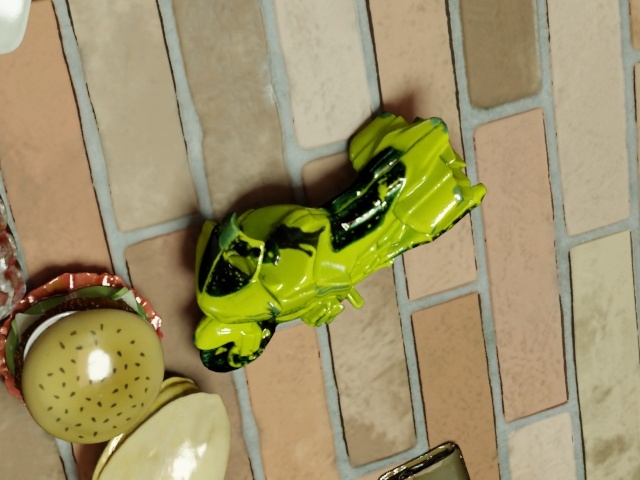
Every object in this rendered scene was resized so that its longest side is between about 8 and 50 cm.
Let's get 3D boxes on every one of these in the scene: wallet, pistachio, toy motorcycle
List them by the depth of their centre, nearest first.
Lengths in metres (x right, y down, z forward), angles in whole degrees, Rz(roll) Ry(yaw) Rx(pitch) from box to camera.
[{"bbox_3d":[-0.001,-0.002,1.538,0.342,0.142,0.206,-36,158,-5],"label":"toy motorcycle"},{"bbox_3d":[-0.166,0.244,1.579,0.145,0.117,0.200,7,113,-47],"label":"pistachio"},{"bbox_3d":[0.142,0.342,1.803,0.110,0.031,0.198,-25,119,-10],"label":"wallet"}]

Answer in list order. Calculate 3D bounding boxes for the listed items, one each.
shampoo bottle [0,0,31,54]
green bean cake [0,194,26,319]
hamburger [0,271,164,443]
[{"bbox_3d":[-0.369,-0.228,1.336,0.221,0.051,0.108,5,112,-25],"label":"shampoo bottle"},{"bbox_3d":[-0.386,-0.010,1.395,0.199,0.097,0.232,-15,117,-16],"label":"green bean cake"},{"bbox_3d":[-0.232,0.121,1.493,0.175,0.137,0.175,-7,112,-17],"label":"hamburger"}]
